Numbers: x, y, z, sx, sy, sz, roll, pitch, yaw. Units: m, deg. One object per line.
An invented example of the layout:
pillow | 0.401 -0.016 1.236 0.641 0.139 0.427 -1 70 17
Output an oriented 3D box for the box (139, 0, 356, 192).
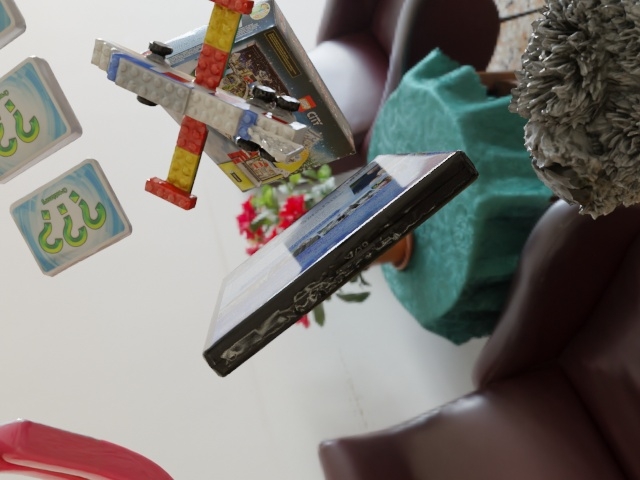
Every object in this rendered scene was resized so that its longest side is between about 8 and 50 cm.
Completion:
box | -0.074 -0.152 0.810 0.233 0.159 0.044 50 -154 -55

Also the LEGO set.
LEGO set | -0.115 -0.095 0.369 0.183 0.244 0.060 64 -156 -6

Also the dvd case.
dvd case | 0.000 0.000 0.502 0.022 0.180 0.253 51 180 -8

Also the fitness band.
fitness band | -0.178 0.239 0.472 0.291 0.054 0.209 43 -141 -50

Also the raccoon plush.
raccoon plush | 0.299 -0.186 0.527 0.299 0.216 0.447 0 113 63
